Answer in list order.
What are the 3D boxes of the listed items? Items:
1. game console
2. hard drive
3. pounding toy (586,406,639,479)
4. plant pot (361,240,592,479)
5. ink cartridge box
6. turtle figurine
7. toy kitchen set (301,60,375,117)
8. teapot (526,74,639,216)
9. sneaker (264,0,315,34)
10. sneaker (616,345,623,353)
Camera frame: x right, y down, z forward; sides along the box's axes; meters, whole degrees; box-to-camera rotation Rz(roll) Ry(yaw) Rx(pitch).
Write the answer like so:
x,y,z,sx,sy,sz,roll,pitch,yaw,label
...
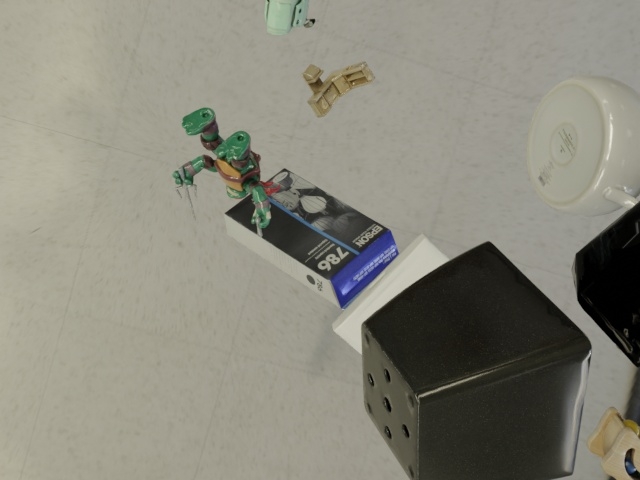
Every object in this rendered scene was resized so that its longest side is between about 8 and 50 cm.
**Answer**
x,y,z,sx,sy,sz,roll,pitch,yaw,label
0.428,0.105,0.908,0.361,0.044,0.213,50,128,8,game console
0.198,0.161,1.448,0.307,0.040,0.203,41,99,-16,hard drive
0.661,0.443,1.796,0.269,0.155,0.154,38,103,-26,pounding toy
0.142,0.140,0.932,0.167,0.187,0.188,-15,127,-18,plant pot
0.000,0.000,1.634,0.332,0.065,0.165,32,55,29,ink cartridge box
-0.149,-0.106,1.473,0.175,0.234,0.118,17,62,13,turtle figurine
0.022,-0.247,1.420,0.068,0.075,0.083,54,52,-25,toy kitchen set
0.483,-0.151,1.539,0.187,0.252,0.256,4,89,-23,teapot
-0.051,-0.394,1.433,0.094,0.256,0.151,11,103,6,sneaker
0.735,0.106,1.901,0.321,0.124,0.180,-25,108,-12,sneaker
